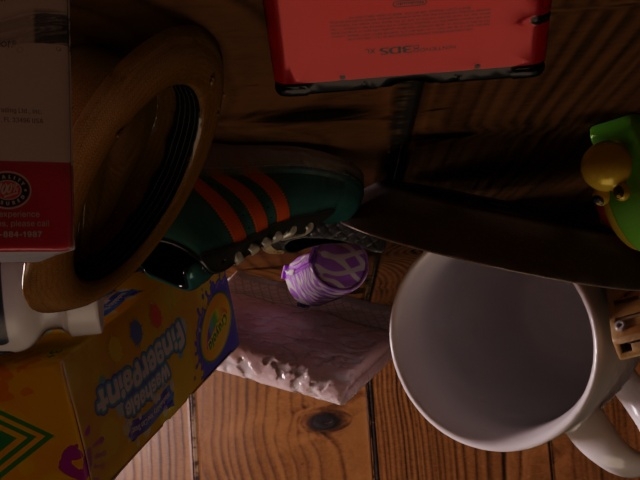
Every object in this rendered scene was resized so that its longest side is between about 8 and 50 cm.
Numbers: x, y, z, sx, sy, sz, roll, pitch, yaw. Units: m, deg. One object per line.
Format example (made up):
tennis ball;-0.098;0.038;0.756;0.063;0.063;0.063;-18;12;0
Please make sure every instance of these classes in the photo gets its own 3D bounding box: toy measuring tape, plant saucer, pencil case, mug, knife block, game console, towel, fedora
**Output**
toy measuring tape;0.347;-0.042;0.977;0.330;0.121;0.121;3;170;-40
plant saucer;0.170;-0.011;1.044;0.311;0.050;0.310;11;-173;-1
pencil case;0.005;0.043;1.535;0.088;0.086;0.206;24;165;-9
mug;0.317;0.145;1.418;0.276;0.374;0.328;-47;160;27
knife block;0.434;0.064;1.331;0.088;0.275;0.242;-20;136;29
game console;0.044;-0.127;0.582;0.144;0.085;0.124;-5;141;2
towel;-0.057;0.132;1.604;0.332;0.053;0.317;13;-162;21
fedora;-0.134;-0.050;0.635;0.079;0.194;0.194;32;180;13

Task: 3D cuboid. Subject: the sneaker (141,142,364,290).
sneaker;-0.089;-0.016;0.908;0.302;0.121;0.108;2;171;-36

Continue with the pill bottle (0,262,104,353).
pill bottle;-0.347;0.037;1.045;0.265;0.153;0.153;-2;172;-9

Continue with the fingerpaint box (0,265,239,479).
fingerpaint box;-0.348;0.143;1.294;0.371;0.163;0.445;-6;-166;17

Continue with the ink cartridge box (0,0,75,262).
ink cartridge box;-0.157;-0.067;0.420;0.109;0.150;0.063;0;175;-24

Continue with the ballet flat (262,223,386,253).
ballet flat;0.000;0.000;1.323;0.173;0.049;0.057;-9;170;30
